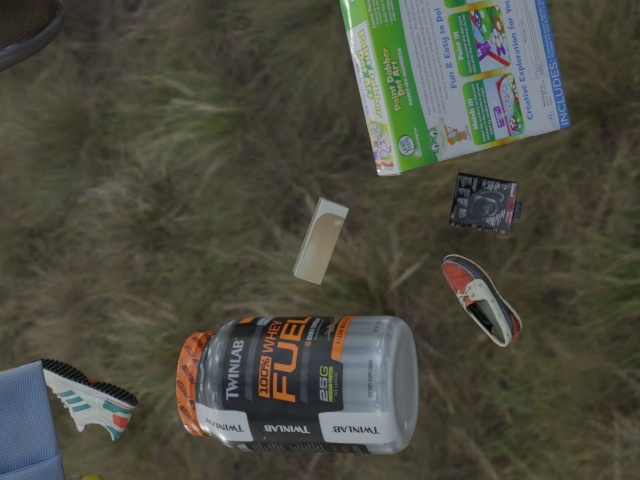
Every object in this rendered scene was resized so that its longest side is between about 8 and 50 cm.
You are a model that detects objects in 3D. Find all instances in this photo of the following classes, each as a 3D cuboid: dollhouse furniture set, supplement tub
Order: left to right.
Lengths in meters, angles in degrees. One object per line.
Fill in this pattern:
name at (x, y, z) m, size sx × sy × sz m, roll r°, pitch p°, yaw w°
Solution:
dollhouse furniture set at (-0.358, 0.201, 1.333) m, size 0.198 × 0.303 × 0.286 m, roll -5°, pitch 95°, yaw 48°
supplement tub at (-0.033, 0.218, 1.897) m, size 0.338 × 0.207 × 0.207 m, roll -2°, pitch 96°, yaw 16°

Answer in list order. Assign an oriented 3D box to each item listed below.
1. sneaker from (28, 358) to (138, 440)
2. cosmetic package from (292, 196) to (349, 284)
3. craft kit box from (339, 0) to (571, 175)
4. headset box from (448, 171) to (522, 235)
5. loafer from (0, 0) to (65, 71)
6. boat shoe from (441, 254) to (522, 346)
sneaker at (-0.334, 0.220, 1.711) m, size 0.161 × 0.057 × 0.075 m, roll 22°, pitch 98°, yaw 3°
cosmetic package at (0.000, 0.000, 1.745) m, size 0.060 × 0.041 × 0.115 m, roll -117°, pitch 47°, yaw -82°
craft kit box at (0.153, -0.221, 1.428) m, size 0.061 × 0.247 × 0.249 m, roll -1°, pitch 103°, yaw 60°
headset box at (0.201, -0.043, 1.510) m, size 0.083 × 0.032 × 0.062 m, roll 10°, pitch 79°, yaw 6°
loafer at (-0.316, -0.207, 0.740) m, size 0.366 × 0.134 × 0.130 m, roll 26°, pitch 136°, yaw 12°
boat shoe at (0.201, 0.076, 1.594) m, size 0.137 × 0.043 × 0.049 m, roll 49°, pitch 134°, yaw 3°
